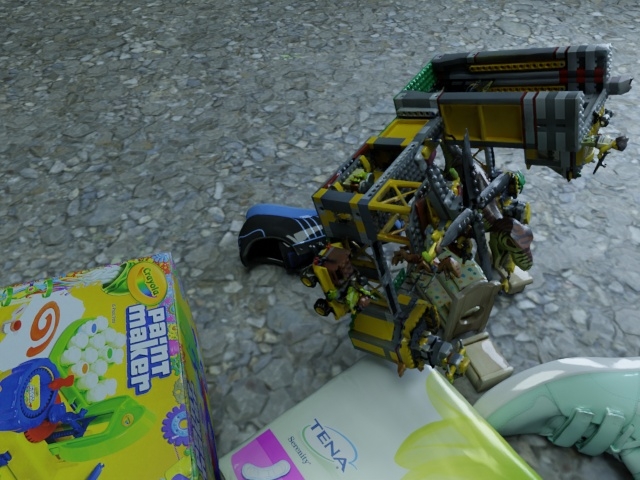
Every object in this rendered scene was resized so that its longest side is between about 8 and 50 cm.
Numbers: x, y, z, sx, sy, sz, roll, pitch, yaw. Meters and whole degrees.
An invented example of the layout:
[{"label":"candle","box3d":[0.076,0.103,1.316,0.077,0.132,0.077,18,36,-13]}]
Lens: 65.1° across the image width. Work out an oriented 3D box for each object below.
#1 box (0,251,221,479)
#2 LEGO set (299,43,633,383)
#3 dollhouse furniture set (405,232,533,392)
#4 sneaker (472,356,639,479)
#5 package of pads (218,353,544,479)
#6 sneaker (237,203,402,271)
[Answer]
[{"label":"box","box3d":[-0.239,0.195,0.439,0.279,0.177,0.290,-12,46,-10]},{"label":"LEGO set","box3d":[0.157,-0.028,0.453,0.192,0.255,0.331,12,40,38]},{"label":"dollhouse furniture set","box3d":[0.220,0.058,0.613,0.160,0.101,0.182,-16,48,-14]},{"label":"sneaker","box3d":[0.284,0.197,0.484,0.255,0.094,0.151,-7,49,-3]},{"label":"package of pads","box3d":[0.080,0.248,0.432,0.229,0.101,0.296,-29,52,-24]},{"label":"sneaker","box3d":[0.000,0.000,0.697,0.232,0.081,0.091,-2,48,9]}]
